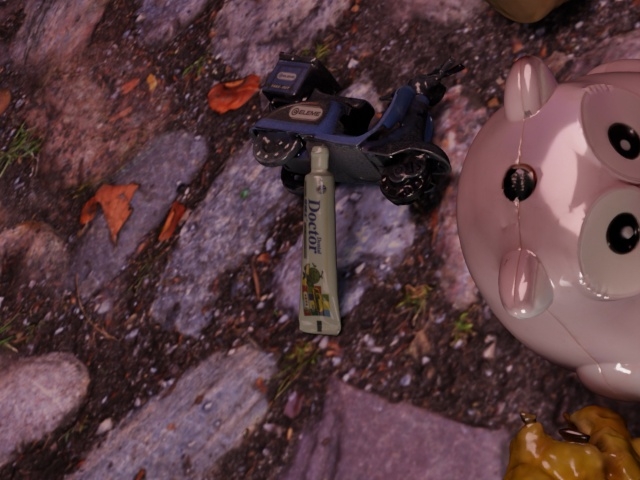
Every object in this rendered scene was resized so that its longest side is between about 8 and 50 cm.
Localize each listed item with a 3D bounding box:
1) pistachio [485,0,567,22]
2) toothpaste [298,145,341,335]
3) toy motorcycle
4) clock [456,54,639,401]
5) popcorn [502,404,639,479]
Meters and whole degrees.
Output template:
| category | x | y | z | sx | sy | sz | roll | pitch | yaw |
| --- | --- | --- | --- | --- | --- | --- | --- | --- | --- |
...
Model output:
| category | x | y | z | sx | sy | sz | roll | pitch | yaw |
| --- | --- | --- | --- | --- | --- | --- | --- | --- | --- |
| pistachio | 0.275 | -0.390 | 1.829 | 0.157 | 0.157 | 0.229 | -47 | 32 | 1 |
| toothpaste | 0.000 | 0.000 | 1.768 | 0.067 | 0.037 | 0.256 | 1 | 92 | 32 |
| toy motorcycle | 0.051 | -0.163 | 1.847 | 0.358 | 0.125 | 0.213 | 14 | 68 | 39 |
| clock | 0.291 | -0.020 | 1.378 | 0.250 | 0.376 | 0.368 | -6 | 75 | 42 |
| popcorn | 0.280 | 0.282 | 1.336 | 0.190 | 0.191 | 0.254 | -4 | 50 | 19 |
